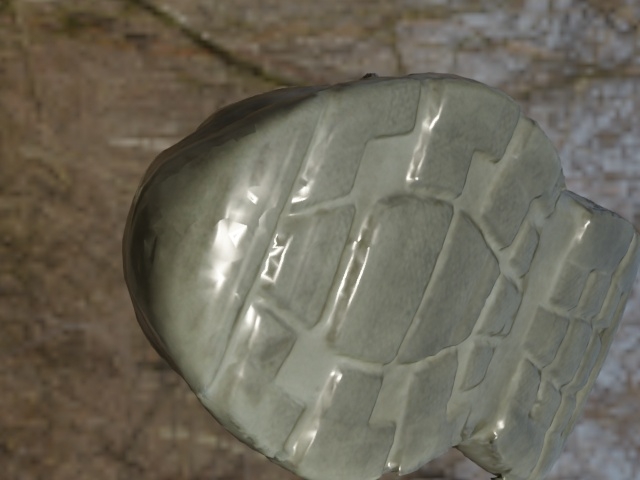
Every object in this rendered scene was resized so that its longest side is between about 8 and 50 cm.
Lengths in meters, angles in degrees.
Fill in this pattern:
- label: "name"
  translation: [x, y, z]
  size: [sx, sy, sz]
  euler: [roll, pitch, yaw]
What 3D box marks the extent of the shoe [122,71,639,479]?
- label: "shoe"
  translation: [0.000, 0.001, 0.479]
  size: [0.227, 0.125, 0.099]
  euler: [25, 90, -60]
